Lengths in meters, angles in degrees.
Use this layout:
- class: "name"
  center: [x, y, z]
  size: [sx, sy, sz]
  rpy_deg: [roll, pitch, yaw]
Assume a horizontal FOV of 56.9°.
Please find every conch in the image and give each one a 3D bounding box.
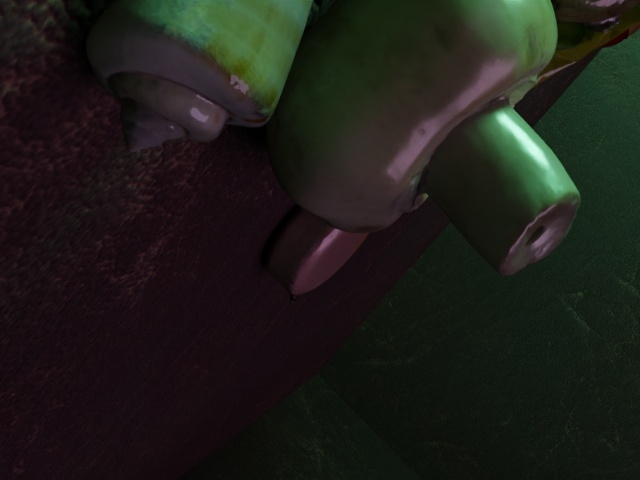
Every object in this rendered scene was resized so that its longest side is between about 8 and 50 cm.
- class: "conch"
  center: [-0.056, -0.161, 0.445]
  size: [0.255, 0.127, 0.158]
  rpy_deg: [-47, 166, -1]

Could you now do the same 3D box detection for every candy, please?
- class: "candy"
  center: [0.000, 0.000, 1.127]
  size: [0.255, 0.094, 0.255]
  rpy_deg: [-43, 166, -14]
- class: "candy"
  center: [0.390, -0.362, 0.948]
  size: [0.081, 0.187, 0.297]
  rpy_deg: [12, 150, -40]

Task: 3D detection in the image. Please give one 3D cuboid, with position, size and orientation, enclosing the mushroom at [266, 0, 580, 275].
- class: "mushroom"
  center: [0.109, -0.151, 0.650]
  size: [0.353, 0.353, 0.325]
  rpy_deg: [-42, 139, -21]

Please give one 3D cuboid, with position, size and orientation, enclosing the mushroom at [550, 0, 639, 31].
- class: "mushroom"
  center: [0.362, -0.405, 0.778]
  size: [0.255, 0.255, 0.184]
  rpy_deg: [-47, -160, 0]

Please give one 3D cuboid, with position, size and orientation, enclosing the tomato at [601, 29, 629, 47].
- class: "tomato"
  center: [0.450, -0.445, 1.054]
  size: [0.140, 0.232, 0.200]
  rpy_deg: [-21, -179, 19]

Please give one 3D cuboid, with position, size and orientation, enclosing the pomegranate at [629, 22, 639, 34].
- class: "pomegranate"
  center: [0.681, -0.569, 1.391]
  size: [0.207, 0.207, 0.207]
  rpy_deg: [-44, 166, -14]
